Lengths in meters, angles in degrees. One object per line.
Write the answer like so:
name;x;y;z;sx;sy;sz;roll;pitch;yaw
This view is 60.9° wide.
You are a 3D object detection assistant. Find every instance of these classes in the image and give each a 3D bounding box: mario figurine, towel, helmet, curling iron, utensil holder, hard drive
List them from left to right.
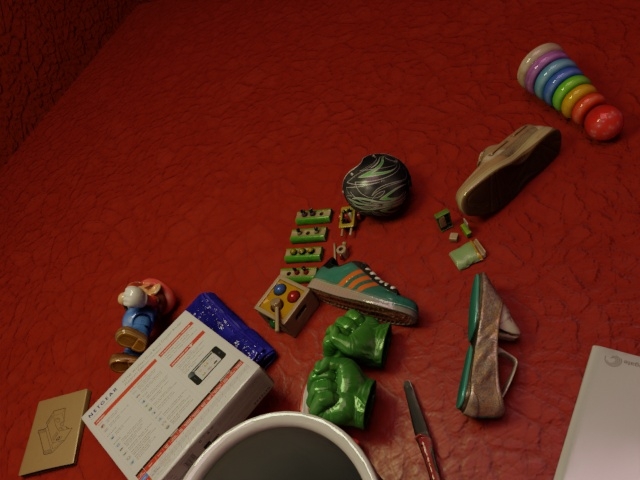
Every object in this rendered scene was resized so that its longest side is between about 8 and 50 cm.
mario figurine;-0.505;0.202;1.447;0.198;0.170;0.320;-33;24;10
towel;-0.282;0.275;1.379;0.227;0.076;0.308;-44;48;-14
utensil holder;-0.004;0.496;0.847;0.327;0.385;0.328;-14;48;16
helmet;0.149;-0.140;1.451;0.169;0.169;0.161;8;40;31
curling iron;0.192;0.401;1.070;0.068;0.035;0.274;-16;48;14
hard drive;0.541;0.368;0.919;0.233;0.047;0.353;13;59;33

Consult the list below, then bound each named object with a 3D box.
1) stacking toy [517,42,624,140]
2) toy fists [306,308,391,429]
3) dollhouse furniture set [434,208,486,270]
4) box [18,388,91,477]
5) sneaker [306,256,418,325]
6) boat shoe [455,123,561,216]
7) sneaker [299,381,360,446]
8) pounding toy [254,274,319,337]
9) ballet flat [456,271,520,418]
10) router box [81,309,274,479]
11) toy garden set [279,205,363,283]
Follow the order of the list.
stacking toy;0.664;-0.376;1.432;0.141;0.141;0.330;-27;53;4
toy fists;0.056;0.265;1.168;0.142;0.096;0.279;7;45;18
dollhouse furniture set;0.334;-0.008;1.322;0.076;0.059;0.152;-27;46;4
box;-0.693;0.502;1.431;0.164;0.021;0.201;-17;47;12
sneaker;0.109;0.109;1.302;0.302;0.108;0.121;14;65;36
boat shoe;0.455;-0.181;1.374;0.341;0.122;0.110;-34;41;-17
sneaker;0.019;0.401;1.145;0.128;0.087;0.221;0;49;2
pounding toy;-0.091;0.170;1.354;0.130;0.100;0.141;21;65;38
ballet flat;0.350;0.215;1.118;0.106;0.108;0.316;11;62;9
router box;-0.318;0.355;1.208;0.301;0.082;0.335;25;64;41
toy garden set;0.000;0.000;1.485;0.203;0.049;0.244;-4;52;23
